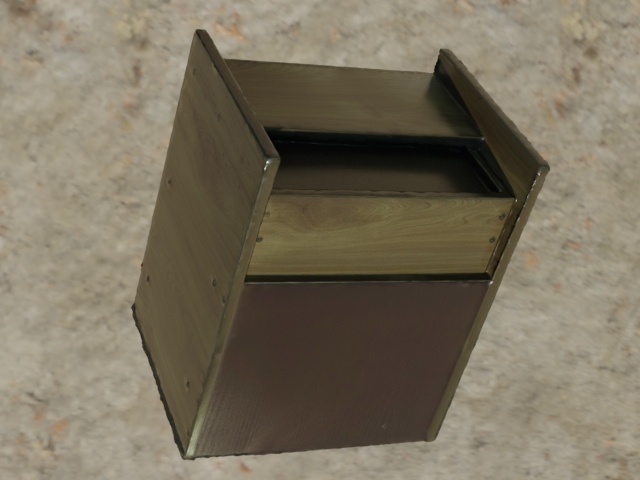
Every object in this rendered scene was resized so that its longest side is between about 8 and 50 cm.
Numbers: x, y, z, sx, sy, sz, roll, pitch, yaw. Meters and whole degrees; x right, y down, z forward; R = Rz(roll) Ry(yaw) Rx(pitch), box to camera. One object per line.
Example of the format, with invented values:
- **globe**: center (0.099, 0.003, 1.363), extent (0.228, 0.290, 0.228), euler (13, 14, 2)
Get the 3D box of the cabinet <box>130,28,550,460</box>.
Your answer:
- **cabinet**: center (0.000, 0.000, 0.776), extent (0.148, 0.175, 0.215), euler (-118, 36, -46)
